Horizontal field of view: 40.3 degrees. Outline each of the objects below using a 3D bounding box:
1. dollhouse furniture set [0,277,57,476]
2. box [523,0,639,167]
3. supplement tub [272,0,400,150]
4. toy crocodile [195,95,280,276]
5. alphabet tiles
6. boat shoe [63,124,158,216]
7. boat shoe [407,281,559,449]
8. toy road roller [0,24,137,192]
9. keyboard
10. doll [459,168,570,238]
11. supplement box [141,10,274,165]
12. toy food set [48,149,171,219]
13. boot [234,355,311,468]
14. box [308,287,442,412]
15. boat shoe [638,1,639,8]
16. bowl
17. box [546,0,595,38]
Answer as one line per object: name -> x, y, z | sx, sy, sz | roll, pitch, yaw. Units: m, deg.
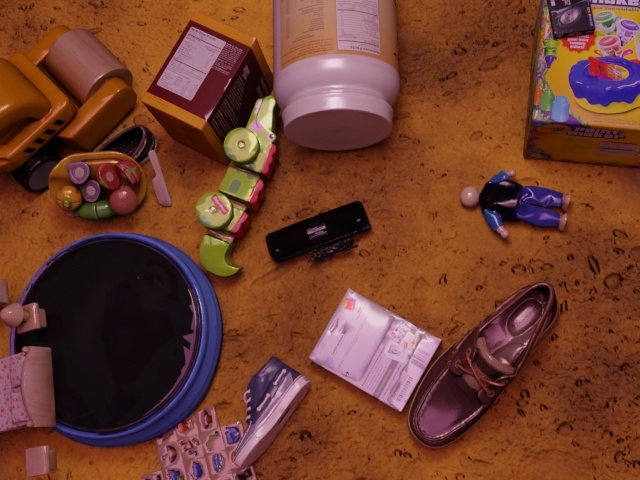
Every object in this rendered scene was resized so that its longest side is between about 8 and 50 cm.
dollhouse furniture set -> -0.631, 0.241, 1.479 | 0.303, 0.174, 0.356 | -16, 73, 21
box -> 0.516, -0.289, 1.514 | 0.289, 0.177, 0.279 | 6, 75, 9
supplement tub -> 0.027, -0.342, 1.569 | 0.228, 0.228, 0.316 | -3, 75, 7
toy crocodile -> -0.140, -0.101, 1.589 | 0.105, 0.115, 0.341 | 20, 81, 7
alphabet tiles -> -0.210, 0.418, 1.513 | 0.198, 0.009, 0.237 | -18, 73, 3
boat shoe -> -0.412, -0.137, 1.658 | 0.227, 0.069, 0.081 | -42, 74, -4
boat shoe -> 0.270, 0.200, 1.443 | 0.342, 0.123, 0.123 | -44, 74, -5
toy road roller -> -0.532, -0.267, 1.621 | 0.329, 0.240, 0.202 | -45, 74, -5
keyboard -> 0.000, 0.000, 1.590 | 0.192, 0.038, 0.100 | -20, 50, 3
doll -> 0.340, -0.063, 1.545 | 0.189, 0.046, 0.129 | 12, 76, 11
supplement box -> -0.198, -0.274, 1.601 | 0.129, 0.191, 0.194 | 27, 81, 14
toy food set -> -0.390, -0.093, 1.595 | 0.217, 0.071, 0.128 | -7, 116, -4
boot -> -0.105, 0.295, 1.507 | 0.086, 0.069, 0.190 | 33, 74, 22
box -> 0.095, 0.190, 1.515 | 0.186, 0.038, 0.145 | 28, 80, 13
boat shoe -> 0.554, -0.379, 1.408 | 0.081, 0.079, 0.228 | -4, 67, 13
bowl -> -0.371, 0.170, 1.561 | 0.391, 0.077, 0.391 | -2, 75, 9
box -> 0.415, -0.380, 1.450 | 0.067, 0.018, 0.083 | -6, 73, 5
